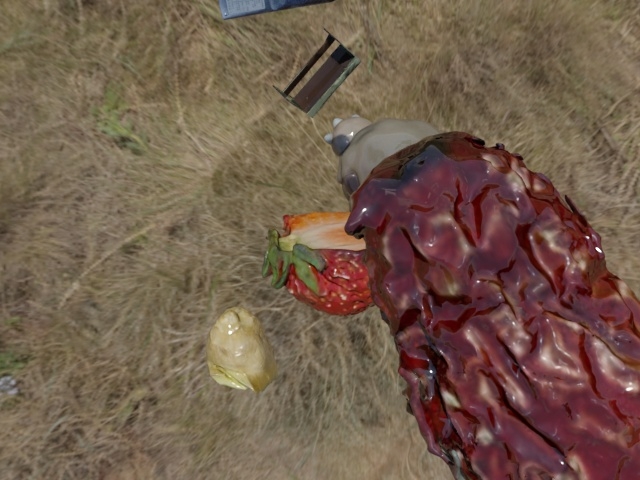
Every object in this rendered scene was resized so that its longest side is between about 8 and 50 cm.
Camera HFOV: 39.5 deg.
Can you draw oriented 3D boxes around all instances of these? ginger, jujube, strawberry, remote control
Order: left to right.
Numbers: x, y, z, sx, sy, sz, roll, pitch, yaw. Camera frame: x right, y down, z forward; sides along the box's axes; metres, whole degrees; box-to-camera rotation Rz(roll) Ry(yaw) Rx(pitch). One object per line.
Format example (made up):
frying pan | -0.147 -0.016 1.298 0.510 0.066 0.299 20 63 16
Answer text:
ginger | -0.123 0.163 1.469 0.115 0.193 0.123 7 98 7
remote control | -0.049 -0.302 1.087 0.152 0.027 0.044 -7 120 5
strawberry | 0.041 0.011 0.771 0.187 0.146 0.082 -12 118 -17
jujube | 0.078 0.034 0.347 0.104 0.104 0.166 -23 92 4

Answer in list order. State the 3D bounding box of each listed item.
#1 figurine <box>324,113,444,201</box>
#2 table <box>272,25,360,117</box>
figurine | 0.146 -0.062 1.549 0.248 0.203 0.381 3 58 -19
table | 0.006 -0.314 1.725 0.146 0.175 0.062 -48 66 10
